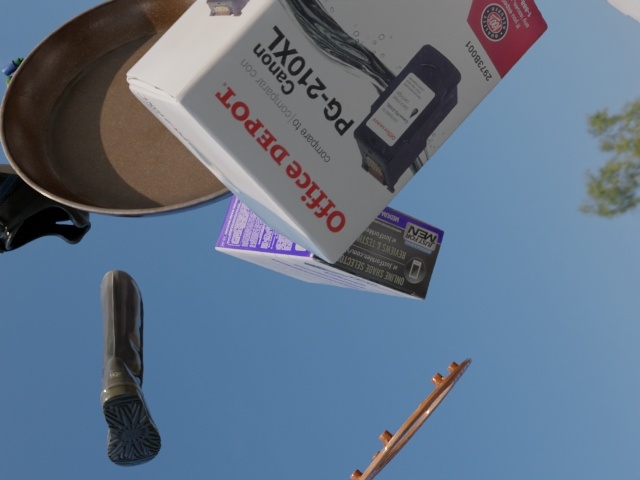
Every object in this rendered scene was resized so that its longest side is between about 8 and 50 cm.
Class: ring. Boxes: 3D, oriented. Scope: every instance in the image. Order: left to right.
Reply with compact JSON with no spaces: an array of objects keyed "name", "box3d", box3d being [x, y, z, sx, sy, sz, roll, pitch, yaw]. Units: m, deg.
[{"name":"ring","box3d":[0.166,0.341,1.595,0.032,0.336,0.337,40,-147,16]}]

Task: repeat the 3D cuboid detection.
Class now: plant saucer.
[{"name":"plant saucer","box3d":[-0.147,-0.134,0.817,0.050,0.311,0.310,82,-172,-52]}]

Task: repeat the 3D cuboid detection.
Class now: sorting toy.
[{"name":"sorting toy","box3d":[-0.521,-0.291,1.493,0.061,0.042,0.102,46,-164,-39]}]

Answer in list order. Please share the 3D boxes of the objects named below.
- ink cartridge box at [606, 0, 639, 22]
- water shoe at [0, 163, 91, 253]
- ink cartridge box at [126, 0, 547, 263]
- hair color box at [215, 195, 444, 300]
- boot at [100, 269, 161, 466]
[{"name":"ink cartridge box","box3d":[0.189,-0.218,0.536,0.181,0.104,0.061,38,-109,3]},{"name":"water shoe","box3d":[-0.322,-0.030,0.821,0.203,0.073,0.080,-6,-126,-32]},{"name":"ink cartridge box","box3d":[0.016,-0.129,0.584,0.172,0.237,0.100,46,172,-34]},{"name":"hair color box","box3d":[0.000,0.000,1.234,0.185,0.339,0.110,21,-97,-27]},{"name":"boot","box3d":[-0.264,0.173,1.150,0.076,0.189,0.208,-7,-137,-16]}]
